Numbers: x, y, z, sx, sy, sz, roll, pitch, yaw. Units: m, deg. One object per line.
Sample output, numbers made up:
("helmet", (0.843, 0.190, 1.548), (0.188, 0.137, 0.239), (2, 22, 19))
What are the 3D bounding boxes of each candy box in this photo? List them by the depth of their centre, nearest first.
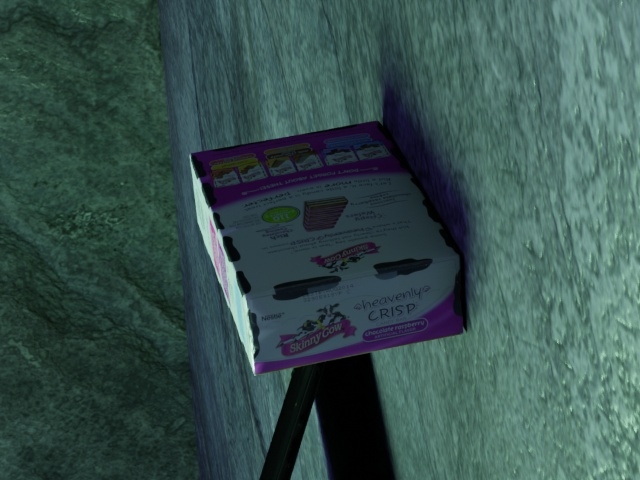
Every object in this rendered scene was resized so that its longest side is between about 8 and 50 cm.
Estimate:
("candy box", (0.000, 0.000, 1.488), (0.233, 0.159, 0.071), (-115, 17, -59))

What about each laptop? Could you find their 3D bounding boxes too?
("laptop", (0.046, 0.299, 1.937), (0.382, 0.236, 0.408), (114, 174, -72))
